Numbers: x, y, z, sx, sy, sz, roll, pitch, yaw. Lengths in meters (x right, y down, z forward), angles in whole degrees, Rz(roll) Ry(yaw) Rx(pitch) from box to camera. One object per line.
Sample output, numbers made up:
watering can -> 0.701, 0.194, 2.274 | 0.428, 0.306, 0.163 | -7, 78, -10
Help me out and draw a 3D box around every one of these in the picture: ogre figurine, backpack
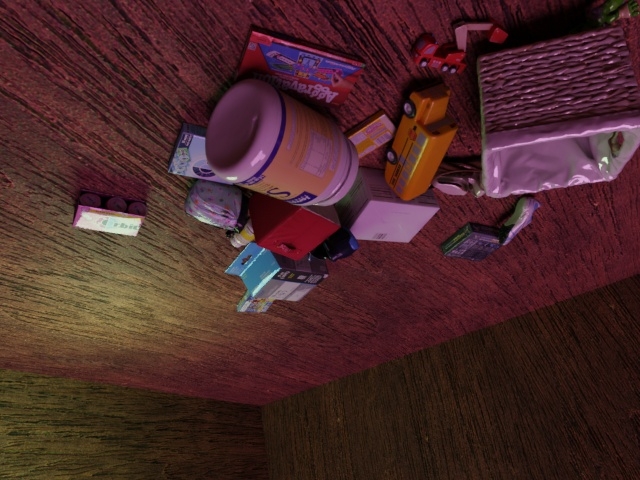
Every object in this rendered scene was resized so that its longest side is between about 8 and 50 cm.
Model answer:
ogre figurine -> 0.678, -0.507, 1.092 | 0.118, 0.096, 0.197 | -27, 166, -10
backpack -> -0.306, -0.110, 1.336 | 0.182, 0.151, 0.115 | 21, 131, -24

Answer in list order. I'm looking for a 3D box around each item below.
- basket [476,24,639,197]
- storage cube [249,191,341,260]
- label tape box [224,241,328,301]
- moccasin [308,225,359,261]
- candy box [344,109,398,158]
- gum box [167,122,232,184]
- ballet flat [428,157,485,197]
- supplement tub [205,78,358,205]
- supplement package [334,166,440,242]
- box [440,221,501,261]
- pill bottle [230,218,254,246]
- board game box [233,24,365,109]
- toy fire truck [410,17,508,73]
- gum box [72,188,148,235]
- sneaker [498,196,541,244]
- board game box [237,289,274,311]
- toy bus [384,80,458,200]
basket -> 0.559, -0.295, 1.116 | 0.332, 0.266, 0.328 | -8, 163, 19
storage cube -> -0.083, -0.082, 1.381 | 0.193, 0.214, 0.184 | -39, 140, 26
label tape box -> -0.175, 0.135, 1.790 | 0.334, 0.105, 0.240 | 11, 141, -34
moccasin -> 0.000, 0.000, 1.490 | 0.117, 0.137, 0.342 | -37, -168, -15
candy box -> 0.117, -0.286, 1.295 | 0.206, 0.027, 0.105 | -29, 145, 23
gum box -> -0.301, -0.230, 1.222 | 0.185, 0.041, 0.157 | 9, 143, -30
ballet flat -> 0.469, -0.201, 1.467 | 0.343, 0.124, 0.116 | -1, 147, -19
supplement tub -> -0.085, -0.221, 1.108 | 0.241, 0.240, 0.332 | -35, 148, 31
supplement package -> 0.216, -0.112, 1.497 | 0.262, 0.145, 0.204 | 4, 144, -25
box -> 0.665, 0.011, 1.937 | 0.233, 0.059, 0.183 | 8, 143, -29
pill bottle -> -0.256, -0.024, 1.545 | 0.116, 0.065, 0.065 | -34, 143, 31
board game box -> -0.049, -0.398, 1.059 | 0.282, 0.027, 0.145 | 5, 146, -26
toy fire truck -> 0.325, -0.467, 1.064 | 0.192, 0.047, 0.135 | 3, 145, -23
gum box -> -0.617, -0.078, 1.330 | 0.189, 0.062, 0.107 | 11, 142, -33
sneaker -> 0.790, -0.069, 1.794 | 0.086, 0.085, 0.237 | 14, 128, -9
board game box -> -0.281, 0.265, 2.025 | 0.136, 0.035, 0.201 | 6, 144, -28
toy bus -> 0.277, -0.269, 1.257 | 0.108, 0.130, 0.332 | -25, 154, -23
